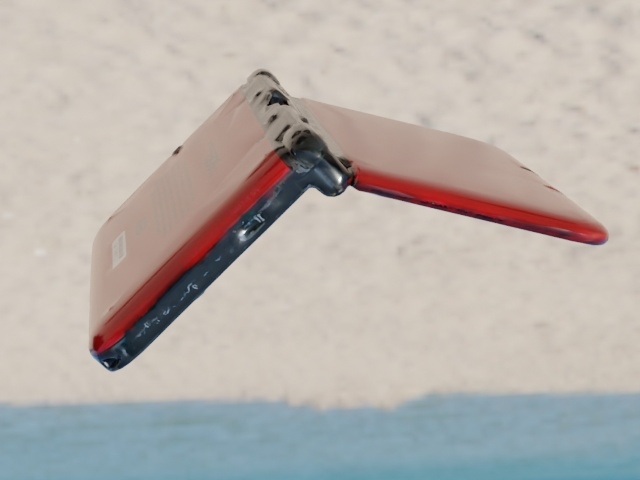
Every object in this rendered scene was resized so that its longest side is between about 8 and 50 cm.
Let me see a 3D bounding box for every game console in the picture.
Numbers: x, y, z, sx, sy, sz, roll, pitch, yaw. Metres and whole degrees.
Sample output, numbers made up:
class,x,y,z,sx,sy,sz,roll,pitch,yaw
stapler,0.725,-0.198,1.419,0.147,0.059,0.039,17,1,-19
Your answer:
class,x,y,z,sx,sy,sz,roll,pitch,yaw
game console,0.000,0.000,0.522,0.124,0.085,0.144,-45,-167,4
